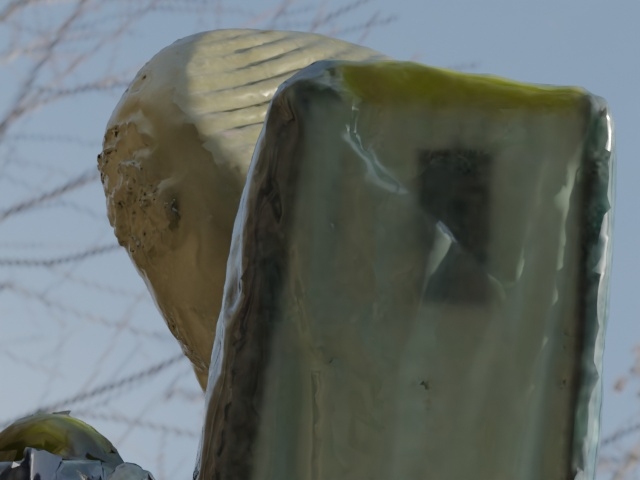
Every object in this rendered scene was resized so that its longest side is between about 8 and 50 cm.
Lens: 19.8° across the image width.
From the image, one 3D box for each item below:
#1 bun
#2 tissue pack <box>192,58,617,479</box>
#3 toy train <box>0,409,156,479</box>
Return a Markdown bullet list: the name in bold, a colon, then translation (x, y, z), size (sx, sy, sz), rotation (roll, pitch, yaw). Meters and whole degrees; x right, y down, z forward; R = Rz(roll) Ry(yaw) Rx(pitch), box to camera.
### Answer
- **bun**: translation (0.000, 0.000, 1.365), size (0.362, 0.326, 0.234), rotation (33, -47, -7)
- **tissue pack**: translation (0.015, 0.064, 0.459), size (0.081, 0.185, 0.257), rotation (7, -2, 2)
- **toy train**: translation (-0.188, 0.157, 0.764), size (0.261, 0.177, 0.134), rotation (-8, -16, 26)
